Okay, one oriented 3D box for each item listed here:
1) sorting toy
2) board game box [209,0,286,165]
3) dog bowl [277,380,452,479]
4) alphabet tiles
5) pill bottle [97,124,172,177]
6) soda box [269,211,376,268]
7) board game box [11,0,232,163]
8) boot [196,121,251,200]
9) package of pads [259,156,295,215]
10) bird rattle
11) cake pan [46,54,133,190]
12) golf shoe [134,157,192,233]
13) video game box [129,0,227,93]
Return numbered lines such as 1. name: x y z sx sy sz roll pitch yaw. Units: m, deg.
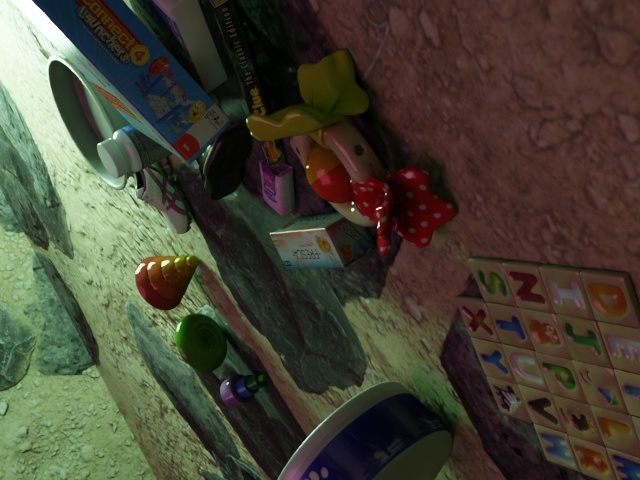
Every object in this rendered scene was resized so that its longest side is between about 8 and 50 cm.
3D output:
1. sorting toy: -0.223 0.167 1.880 0.126 0.127 0.365 -32 93 36
2. board game box: -0.098 -0.234 1.176 0.136 0.030 0.259 -98 -10 -65
3. dog bowl: 0.060 0.332 1.309 0.104 0.265 0.264 40 150 29
4. alphabet tiles: 0.282 0.150 0.998 0.343 0.011 0.285 6 123 60
5. pill bottle: -0.301 -0.163 1.568 0.078 0.137 0.078 42 150 31
6. soda box: 0.000 0.000 1.291 0.183 0.058 0.063 -3 116 63
7. board game box: -0.300 -0.269 1.334 0.302 0.086 0.308 47 173 -30
8. boot: -0.178 -0.159 1.431 0.137 0.077 0.198 58 155 14
9. package of pads: -0.062 -0.081 1.346 0.050 0.032 0.083 38 148 32
10. bird rattle: 0.040 -0.090 1.099 0.253 0.143 0.207 45 167 -2
11. cake pan: -0.447 -0.241 1.850 0.293 0.054 0.293 42 150 31
12. golf shoe: -0.304 -0.087 1.723 0.067 0.086 0.186 10 129 56
13. video game box: -0.217 -0.323 1.279 0.187 0.048 0.205 51 171 22
